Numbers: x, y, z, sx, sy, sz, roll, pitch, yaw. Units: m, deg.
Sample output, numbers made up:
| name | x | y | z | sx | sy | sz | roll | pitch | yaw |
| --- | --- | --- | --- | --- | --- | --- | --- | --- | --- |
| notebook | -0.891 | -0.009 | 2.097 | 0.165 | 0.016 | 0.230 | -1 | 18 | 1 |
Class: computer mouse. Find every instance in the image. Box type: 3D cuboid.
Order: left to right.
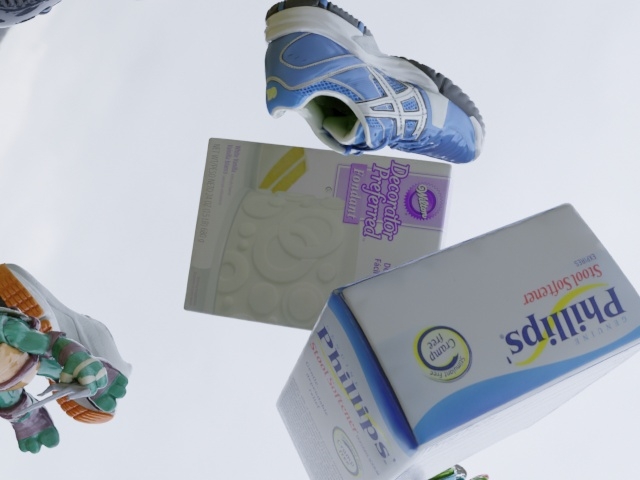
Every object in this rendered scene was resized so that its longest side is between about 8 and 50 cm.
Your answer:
| name | x | y | z | sx | sy | sz | roll | pitch | yaw |
| --- | --- | --- | --- | --- | --- | --- | --- | --- | --- |
| computer mouse | -0.255 | -0.247 | 0.822 | 0.071 | 0.242 | 0.041 | -22 | -91 | 51 |

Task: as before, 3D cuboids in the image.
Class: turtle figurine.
| name | x | y | z | sx | sy | sz | roll | pitch | yaw |
| --- | --- | --- | --- | --- | --- | --- | --- | --- | --- |
| turtle figurine | -0.257 | 0.111 | 0.654 | 0.175 | 0.234 | 0.118 | -16 | -114 | 4 |

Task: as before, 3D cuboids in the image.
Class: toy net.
| name | x | y | z | sx | sy | sz | roll | pitch | yaw |
| --- | --- | --- | --- | --- | --- | --- | --- | --- | --- |
| toy net | 0.257 | 0.448 | 1.536 | 0.122 | 0.232 | 0.045 | -18 | -102 | 5 |

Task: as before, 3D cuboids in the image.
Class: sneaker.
| name | x | y | z | sx | sy | sz | roll | pitch | yaw |
| --- | --- | --- | --- | --- | --- | --- | --- | --- | --- |
| sneaker | -0.366 | 0.132 | 1.130 | 0.099 | 0.262 | 0.121 | -24 | -160 | 20 |
| sneaker | 0.040 | -0.095 | 0.598 | 0.080 | 0.211 | 0.081 | -14 | -119 | 53 |

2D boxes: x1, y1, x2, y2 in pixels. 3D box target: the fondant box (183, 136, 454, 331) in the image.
| name | x | y | z | sx | sy | sz | roll | pitch | yaw |
| --- | --- | --- | --- | --- | --- | --- | --- | --- | --- |
| fondant box | 0.000 | 0.000 | 1.072 | 0.330 | 0.096 | 0.238 | 8 | -92 | 11 |

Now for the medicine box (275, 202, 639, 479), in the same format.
| name | x | y | z | sx | sy | sz | roll | pitch | yaw |
| --- | --- | --- | --- | --- | --- | --- | --- | --- | --- |
| medicine box | 0.122 | 0.128 | 0.776 | 0.149 | 0.263 | 0.289 | 60 | -26 | 22 |
